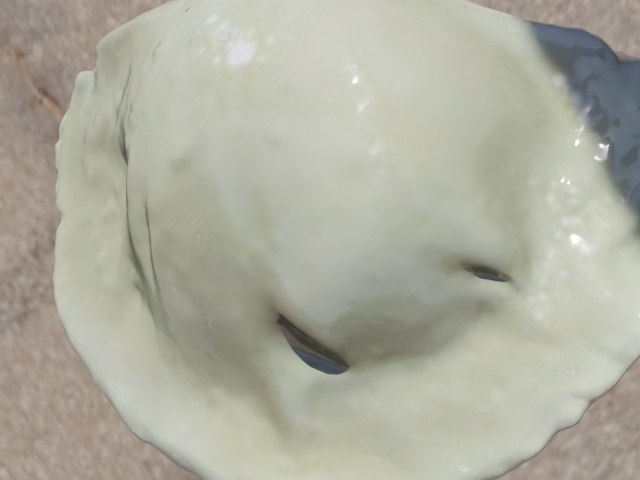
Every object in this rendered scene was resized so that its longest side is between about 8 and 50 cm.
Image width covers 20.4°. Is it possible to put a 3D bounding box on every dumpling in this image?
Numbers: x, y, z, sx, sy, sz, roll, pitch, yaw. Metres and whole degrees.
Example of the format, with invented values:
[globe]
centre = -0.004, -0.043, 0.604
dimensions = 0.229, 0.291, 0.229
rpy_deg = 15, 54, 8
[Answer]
[dumpling]
centre = 0.000, 0.001, 0.488
dimensions = 0.111, 0.181, 0.155
rpy_deg = 21, 67, -33
